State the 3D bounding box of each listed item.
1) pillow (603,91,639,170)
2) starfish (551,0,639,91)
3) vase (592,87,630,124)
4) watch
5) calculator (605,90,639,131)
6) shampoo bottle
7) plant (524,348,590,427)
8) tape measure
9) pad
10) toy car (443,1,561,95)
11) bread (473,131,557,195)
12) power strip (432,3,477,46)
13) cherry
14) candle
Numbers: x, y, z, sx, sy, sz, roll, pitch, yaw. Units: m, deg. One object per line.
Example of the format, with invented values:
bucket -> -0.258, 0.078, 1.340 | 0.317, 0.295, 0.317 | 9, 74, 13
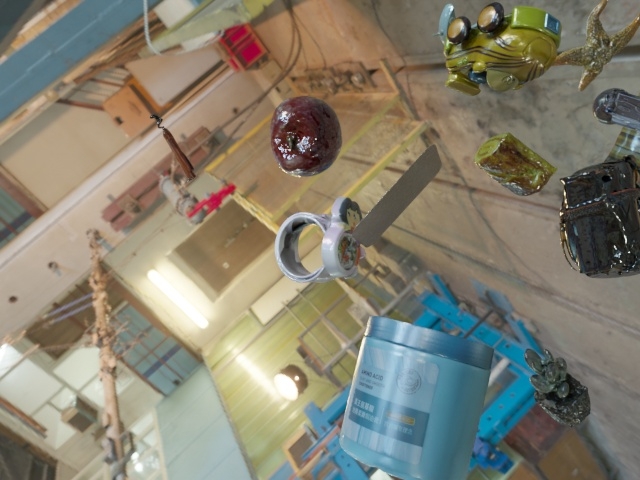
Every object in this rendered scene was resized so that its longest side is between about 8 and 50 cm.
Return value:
pillow -> 0.795, -0.230, 1.183 | 0.052, 0.212, 0.208 | -2, -152, -45
starfish -> 0.699, -0.505, 1.308 | 0.138, 0.247, 0.050 | 37, -174, -17
vase -> 0.954, -0.447, 1.676 | 0.120, 0.120, 0.183 | 45, -163, 19
watch -> 0.000, 0.000, 1.483 | 0.231, 0.244, 0.196 | -4, 175, 36
calculator -> 0.676, -0.214, 0.960 | 0.274, 0.166, 0.028 | 25, 128, 18
shampoo bottle -> 0.243, 0.400, 1.317 | 0.331, 0.342, 0.331 | 15, 171, 2
plant -> 0.755, 0.462, 1.642 | 0.274, 0.149, 0.146 | 53, 162, -20
tape measure -> 0.500, -0.037, 0.881 | 0.135, 0.223, 0.202 | -12, 91, 44
pad -> 0.177, -0.094, 1.165 | 0.002, 0.266, 0.176 | 44, -175, 22
toy car -> 0.377, -0.389, 1.097 | 0.200, 0.142, 0.248 | 8, 178, -30
bread -> 0.502, -0.195, 1.347 | 0.172, 0.103, 0.132 | 33, 171, -11
power strip -> 0.428, -0.638, 1.563 | 0.044, 0.216, 0.137 | 50, 138, 47
cherry -> -0.038, -0.306, 1.514 | 0.300, 0.203, 0.230 | -35, -70, -68
candle -> -0.312, -0.200, 1.100 | 0.021, 0.026, 0.167 | -93, -16, -50
